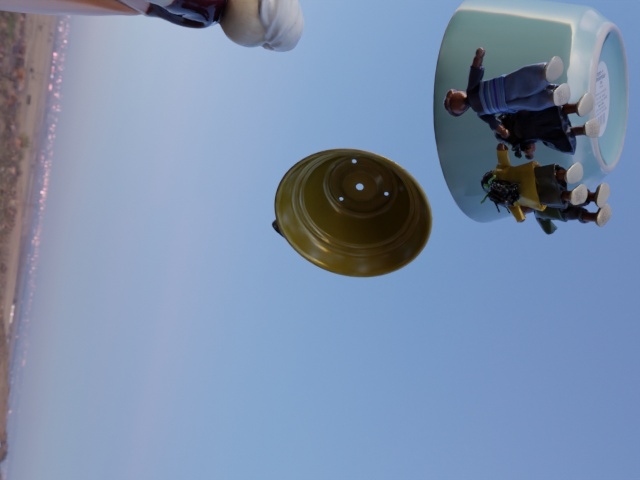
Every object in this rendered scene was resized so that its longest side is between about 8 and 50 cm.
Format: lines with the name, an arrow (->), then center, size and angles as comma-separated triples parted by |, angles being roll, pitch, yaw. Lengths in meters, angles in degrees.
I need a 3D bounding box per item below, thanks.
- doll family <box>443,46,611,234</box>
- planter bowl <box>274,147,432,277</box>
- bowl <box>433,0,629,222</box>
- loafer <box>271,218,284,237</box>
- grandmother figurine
doll family -> 0.184, -0.084, 0.461 | 0.111, 0.076, 0.193 | 13, -56, 58
planter bowl -> 0.050, -0.055, 0.715 | 0.217, 0.217, 0.090 | -55, -170, 40
bowl -> 0.297, -0.175, 0.664 | 0.163, 0.311, 0.312 | 5, -93, 41
loafer -> 0.000, 0.000, 0.863 | 0.061, 0.170, 0.062 | -52, -160, 7
grandmother figurine -> -0.180, -0.261, 0.520 | 0.208, 0.342, 0.104 | -114, -144, -46
